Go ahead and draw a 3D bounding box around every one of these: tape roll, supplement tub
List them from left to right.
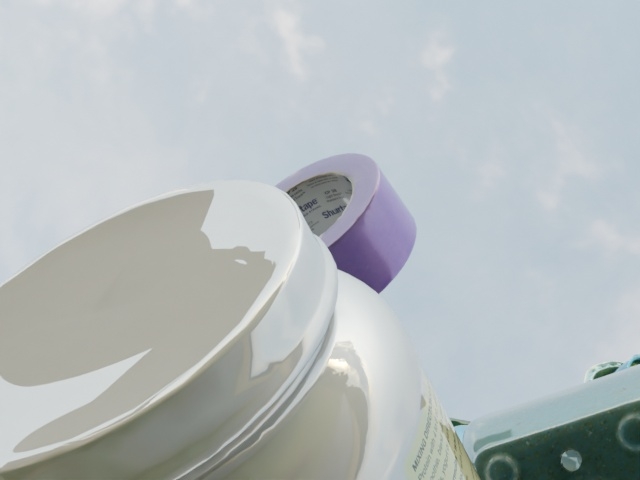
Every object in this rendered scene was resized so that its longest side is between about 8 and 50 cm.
[{"bbox_3d":[-0.029,0.157,0.599,0.235,0.235,0.325,-20,-62,16],"label":"supplement tub"},{"bbox_3d":[0.000,0.000,1.262,0.189,0.189,0.080,-29,-62,15],"label":"tape roll"}]

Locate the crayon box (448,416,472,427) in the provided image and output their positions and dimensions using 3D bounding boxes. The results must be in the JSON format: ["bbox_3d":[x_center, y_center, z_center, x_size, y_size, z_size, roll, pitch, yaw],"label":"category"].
[{"bbox_3d":[0.191,0.394,1.396,0.313,0.106,0.363,5,-127,33],"label":"crayon box"}]

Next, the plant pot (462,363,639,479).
[{"bbox_3d":[0.245,0.215,0.937,0.247,0.252,0.248,-23,-109,23],"label":"plant pot"}]

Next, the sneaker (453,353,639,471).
[{"bbox_3d":[0.252,0.192,1.212,0.319,0.127,0.208,12,-60,34],"label":"sneaker"}]
